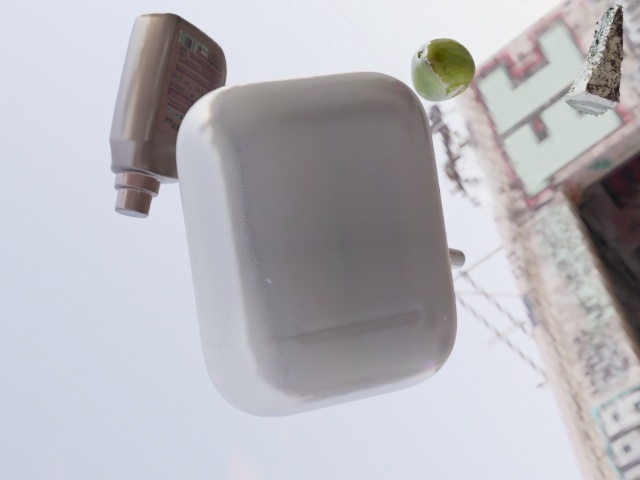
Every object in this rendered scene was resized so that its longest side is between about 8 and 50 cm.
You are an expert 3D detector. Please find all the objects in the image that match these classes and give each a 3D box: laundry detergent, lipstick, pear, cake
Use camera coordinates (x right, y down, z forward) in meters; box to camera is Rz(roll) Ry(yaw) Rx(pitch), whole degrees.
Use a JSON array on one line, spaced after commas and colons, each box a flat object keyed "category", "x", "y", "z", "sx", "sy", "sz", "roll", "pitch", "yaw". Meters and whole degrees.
[{"category": "laundry detergent", "x": -0.178, "y": -0.135, "z": 1.505, "sx": 0.171, "sy": 0.076, "sz": 0.237, "roll": 27, "pitch": -111, "yaw": -60}, {"category": "lipstick", "x": 0.213, "y": 0.028, "z": 2.227, "sx": 0.131, "sy": 0.038, "sz": 0.038, "roll": 9, "pitch": -131, "yaw": -59}, {"category": "pear", "x": 0.165, "y": -0.238, "z": 1.733, "sx": 0.092, "sy": 0.092, "sz": 0.097, "roll": 67, "pitch": -171, "yaw": 29}, {"category": "cake", "x": 0.341, "y": -0.213, "z": 1.506, "sx": 0.055, "sy": 0.051, "sz": 0.140, "roll": 30, "pitch": -111, "yaw": -12}]

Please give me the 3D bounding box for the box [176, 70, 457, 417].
[{"category": "box", "x": -0.001, "y": 0.000, "z": 1.335, "sx": 0.289, "sy": 0.141, "sz": 0.348, "roll": -10, "pitch": -87, "yaw": -27}]
